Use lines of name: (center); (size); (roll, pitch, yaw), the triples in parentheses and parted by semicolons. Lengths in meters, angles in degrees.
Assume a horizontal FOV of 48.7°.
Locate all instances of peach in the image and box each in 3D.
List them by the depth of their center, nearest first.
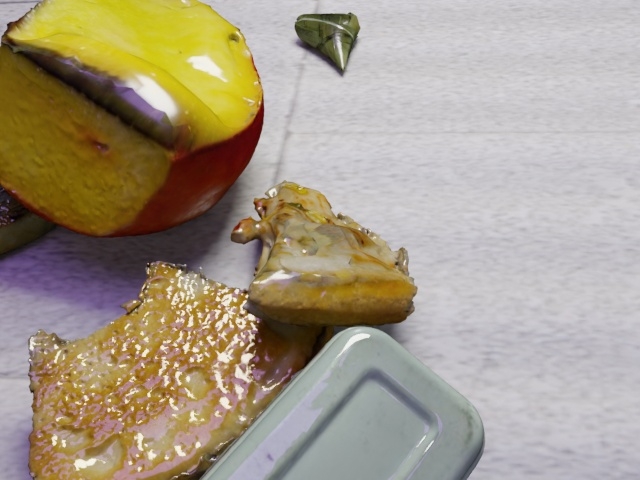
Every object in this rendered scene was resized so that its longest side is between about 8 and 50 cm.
peach: (-0.230, -0.148, 0.853); (0.306, 0.242, 0.380); (16, 31, -14)

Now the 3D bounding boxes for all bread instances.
bread: (-0.404, -0.038, 0.890); (0.156, 0.064, 0.117); (-27, 51, -15)

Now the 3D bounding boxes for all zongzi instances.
zongzi: (0.000, -0.303, 1.096); (0.104, 0.052, 0.113); (3, 60, 21)

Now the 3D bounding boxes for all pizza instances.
pizza: (-0.153, 0.138, 0.676); (0.323, 0.089, 0.223); (-34, 58, -24)
pizza: (0.000, 0.001, 0.747); (0.189, 0.071, 0.297); (7, 21, -8)

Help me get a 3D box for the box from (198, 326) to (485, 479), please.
box: (-0.018, 0.208, 0.498); (0.175, 0.182, 0.312); (39, 61, 13)
